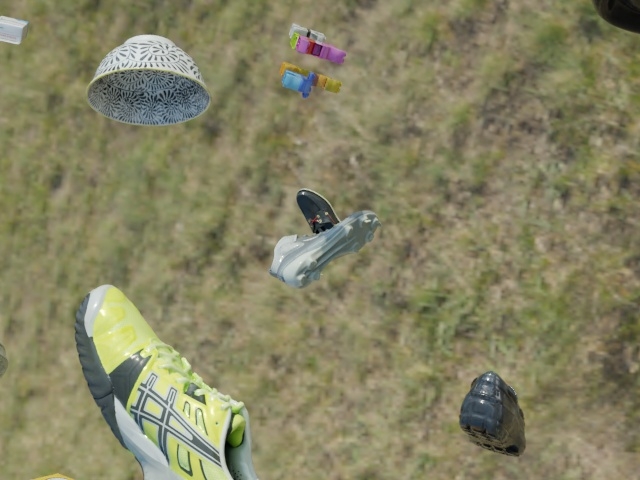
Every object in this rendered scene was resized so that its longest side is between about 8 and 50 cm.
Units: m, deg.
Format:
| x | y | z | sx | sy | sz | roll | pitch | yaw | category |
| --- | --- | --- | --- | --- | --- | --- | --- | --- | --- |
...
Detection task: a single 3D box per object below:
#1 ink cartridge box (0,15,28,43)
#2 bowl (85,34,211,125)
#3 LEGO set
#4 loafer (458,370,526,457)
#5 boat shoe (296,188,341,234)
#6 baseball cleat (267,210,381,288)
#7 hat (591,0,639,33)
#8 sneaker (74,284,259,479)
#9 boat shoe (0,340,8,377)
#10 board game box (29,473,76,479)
| x | y | z | sx | sy | sz | roll | pitch | yaw | category |
| --- | --- | --- | --- | --- | --- | --- | --- | --- | --- |
| -0.515 | -0.349 | 2.019 | 0.083 | 0.048 | 0.028 | -105 | 27 | -71 | ink cartridge box |
| -0.232 | -0.227 | 1.656 | 0.170 | 0.170 | 0.080 | -27 | 57 | 49 | bowl |
| -0.005 | -0.261 | 1.825 | 0.227 | 0.093 | 0.087 | -105 | 33 | -73 | LEGO set |
| 0.216 | 0.212 | 1.474 | 0.076 | 0.223 | 0.078 | 15 | 76 | 19 | loafer |
| 0.003 | -0.034 | 2.137 | 0.049 | 0.042 | 0.133 | -34 | 98 | 32 | boat shoe |
| 0.000 | 0.000 | 2.009 | 0.109 | 0.206 | 0.072 | 26 | 138 | 39 | baseball cleat |
| 0.378 | -0.301 | 1.332 | 0.331 | 0.331 | 0.134 | -16 | 78 | 52 | hat |
| -0.168 | 0.213 | 1.493 | 0.147 | 0.145 | 0.384 | -34 | 77 | 12 | sneaker |
| -0.572 | 0.102 | 1.655 | 0.156 | 0.187 | 0.500 | 48 | 171 | 17 | boat shoe |
| -0.198 | 0.306 | 1.113 | 0.317 | 0.242 | 0.064 | 13 | 95 | 25 | board game box |
